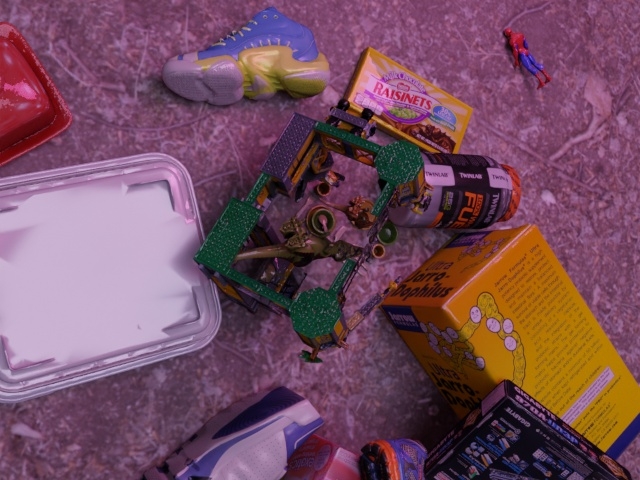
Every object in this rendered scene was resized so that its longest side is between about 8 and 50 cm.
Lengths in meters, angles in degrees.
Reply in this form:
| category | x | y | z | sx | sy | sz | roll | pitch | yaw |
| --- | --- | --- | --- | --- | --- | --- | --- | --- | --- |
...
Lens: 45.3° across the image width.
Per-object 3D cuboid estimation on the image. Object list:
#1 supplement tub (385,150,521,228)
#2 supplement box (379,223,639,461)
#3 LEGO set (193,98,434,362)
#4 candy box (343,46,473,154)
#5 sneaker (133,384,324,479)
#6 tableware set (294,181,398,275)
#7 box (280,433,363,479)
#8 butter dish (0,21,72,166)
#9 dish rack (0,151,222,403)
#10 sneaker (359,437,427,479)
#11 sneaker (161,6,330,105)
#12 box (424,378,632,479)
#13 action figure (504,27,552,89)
| category | x | y | z | sx | sy | sz | roll | pitch | yaw |
| --- | --- | --- | --- | --- | --- | --- | --- | --- | --- |
| supplement tub | 0.202 | -0.075 | 1.172 | 0.190 | 0.117 | 0.117 | 0 | 87 | -22 |
| supplement box | 0.291 | 0.177 | 1.152 | 0.195 | 0.194 | 0.356 | -39 | 101 | -20 |
| LEGO set | 0.000 | 0.000 | 1.028 | 0.255 | 0.192 | 0.331 | 17 | 72 | 17 |
| candy box | 0.139 | -0.208 | 1.203 | 0.206 | 0.027 | 0.105 | 25 | 75 | -19 |
| sneaker | -0.120 | 0.347 | 1.020 | 0.315 | 0.127 | 0.182 | -34 | 103 | -14 |
| tableware set | 0.045 | -0.027 | 1.155 | 0.154 | 0.024 | 0.104 | 42 | 72 | -14 |
| box | 0.084 | 0.398 | 1.076 | 0.300 | 0.154 | 0.142 | 32 | 76 | -19 |
| butter dish | -0.402 | -0.180 | 0.929 | 0.160 | 0.118 | 0.160 | -35 | 100 | -21 |
| dish rack | -0.297 | 0.039 | 0.987 | 0.333 | 0.072 | 0.285 | -14 | 91 | -24 |
| sneaker | 0.118 | 0.353 | 0.969 | 0.087 | 0.083 | 0.221 | -12 | 96 | -30 |
| sneaker | -0.108 | -0.264 | 1.086 | 0.240 | 0.091 | 0.126 | -1 | 69 | -22 |
| box | 0.278 | 0.316 | 1.036 | 0.220 | 0.051 | 0.175 | 37 | 113 | -4 |
| action figure | 0.345 | -0.310 | 1.294 | 0.038 | 0.030 | 0.115 | -35 | 95 | -26 |
